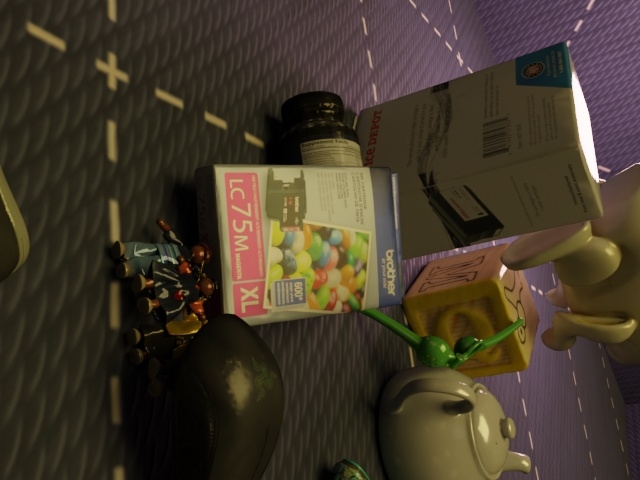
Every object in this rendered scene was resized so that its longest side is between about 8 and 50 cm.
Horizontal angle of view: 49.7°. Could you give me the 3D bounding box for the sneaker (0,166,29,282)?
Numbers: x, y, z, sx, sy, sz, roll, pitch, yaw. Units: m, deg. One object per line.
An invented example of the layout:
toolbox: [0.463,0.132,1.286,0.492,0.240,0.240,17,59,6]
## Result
sneaker: [-0.288,-0.054,0.473,0.118,0.083,0.222,-80,148,-69]

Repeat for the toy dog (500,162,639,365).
toy dog: [0.584,0.067,1.300,0.407,0.396,0.284,54,25,-18]

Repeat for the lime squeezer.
lime squeezer: [0.210,0.165,1.135,0.110,0.311,0.058,-110,-149,-57]

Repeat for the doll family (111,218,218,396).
doll family: [-0.142,0.068,0.708,0.111,0.076,0.192,-6,86,-42]

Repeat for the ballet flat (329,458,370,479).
ballet flat: [0.062,0.370,0.954,0.188,0.070,0.070,51,36,-33]

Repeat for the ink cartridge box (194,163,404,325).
ink cartridge box: [0.000,0.000,0.860,0.311,0.065,0.185,-3,89,-37]

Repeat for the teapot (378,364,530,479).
teapot: [0.220,0.311,1.122,0.256,0.187,0.252,-17,91,-61]

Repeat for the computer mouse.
computer mouse: [-0.078,0.204,0.661,0.188,0.072,0.272,-23,119,-58]

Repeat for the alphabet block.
alphabet block: [0.297,0.138,1.342,0.197,0.194,0.192,-40,110,-60]

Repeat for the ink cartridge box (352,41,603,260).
ink cartridge box: [0.254,-0.143,1.197,0.166,0.395,0.285,55,34,-36]

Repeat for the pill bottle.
pill bottle: [0.002,-0.098,1.004,0.123,0.123,0.219,15,62,-58]
